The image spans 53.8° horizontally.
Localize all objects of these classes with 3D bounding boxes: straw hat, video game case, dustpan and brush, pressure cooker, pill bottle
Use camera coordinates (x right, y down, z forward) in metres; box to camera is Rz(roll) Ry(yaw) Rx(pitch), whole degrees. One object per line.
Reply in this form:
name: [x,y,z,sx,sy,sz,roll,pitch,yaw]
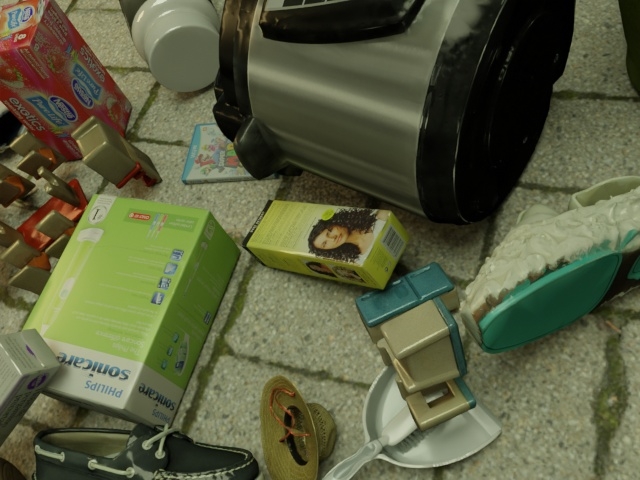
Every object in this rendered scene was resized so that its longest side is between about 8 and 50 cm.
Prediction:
straw hat: [-0.015,0.228,0.750,0.061,0.144,0.145,-1,48,-34]
video game case: [-0.142,-0.150,1.046,0.166,0.015,0.119,-2,60,17]
dustpan and brush: [0.084,0.224,0.724,0.211,0.060,0.147,-39,57,-8]
pressure cooker: [0.071,-0.242,0.829,0.420,0.376,0.369,25,30,29]
pill bottle: [-0.276,-0.415,1.158,0.161,0.161,0.283,-27,56,1]

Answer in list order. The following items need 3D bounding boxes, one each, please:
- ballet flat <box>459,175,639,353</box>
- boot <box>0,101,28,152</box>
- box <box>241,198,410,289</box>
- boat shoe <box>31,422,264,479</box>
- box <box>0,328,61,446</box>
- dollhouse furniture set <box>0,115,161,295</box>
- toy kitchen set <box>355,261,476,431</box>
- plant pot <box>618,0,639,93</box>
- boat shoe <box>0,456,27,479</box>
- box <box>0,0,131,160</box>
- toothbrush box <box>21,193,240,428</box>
ballet flat: [0.304,0.005,0.713,0.408,0.147,0.147,-17,54,-20]
boot: [-0.650,-0.186,1.177,0.123,0.095,0.258,19,66,34]
box: [0.000,0.000,0.841,0.232,0.058,0.087,7,60,45]
boat shoe: [-0.216,0.265,0.752,0.302,0.114,0.091,-8,90,11]
box: [-0.443,0.247,0.790,0.067,0.063,0.324,44,107,16]
dollhouse furniture set: [-0.407,-0.066,1.036,0.259,0.135,0.262,-39,56,6]
toy kitchen set: [0.115,0.078,0.705,0.122,0.166,0.207,-24,39,-3]
plant pot: [0.517,-0.337,0.748,0.366,0.353,0.367,-8,58,14]
boat shoe: [-0.366,0.394,0.742,0.092,0.103,0.285,-32,62,-9]
box: [-0.446,-0.262,1.063,0.128,0.257,0.123,-6,57,14]
toothbrush box: [-0.267,0.092,0.877,0.206,0.122,0.283,8,62,22]
